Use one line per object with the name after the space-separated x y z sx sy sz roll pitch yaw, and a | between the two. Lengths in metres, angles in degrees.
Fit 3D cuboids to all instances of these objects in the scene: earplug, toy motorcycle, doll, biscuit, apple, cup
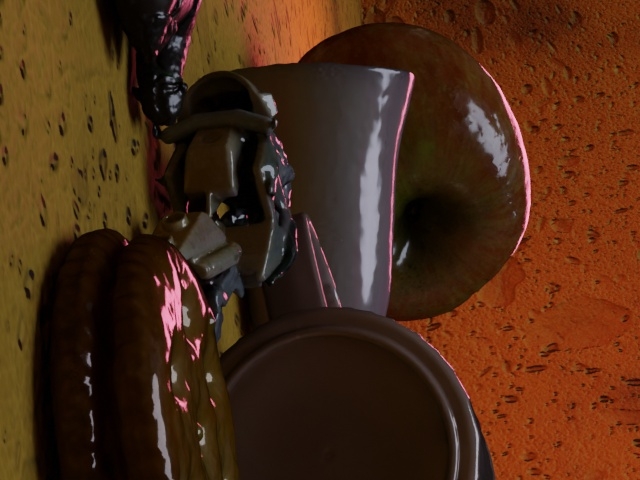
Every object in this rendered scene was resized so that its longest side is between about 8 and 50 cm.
0.000 0.000 1.482 0.172 0.172 0.301 8 82 -85 | earplug
-0.071 -0.026 1.080 0.229 0.094 0.130 -64 147 -55 | toy motorcycle
-0.103 -0.154 1.033 0.139 0.057 0.165 -71 160 -85 | doll
-0.086 0.101 0.848 0.220 0.066 0.221 -6 90 -86 | biscuit
0.076 -0.080 1.754 0.250 0.277 0.309 -118 -148 -59 | apple
0.028 0.140 1.201 0.273 0.208 0.288 61 42 -74 | cup
